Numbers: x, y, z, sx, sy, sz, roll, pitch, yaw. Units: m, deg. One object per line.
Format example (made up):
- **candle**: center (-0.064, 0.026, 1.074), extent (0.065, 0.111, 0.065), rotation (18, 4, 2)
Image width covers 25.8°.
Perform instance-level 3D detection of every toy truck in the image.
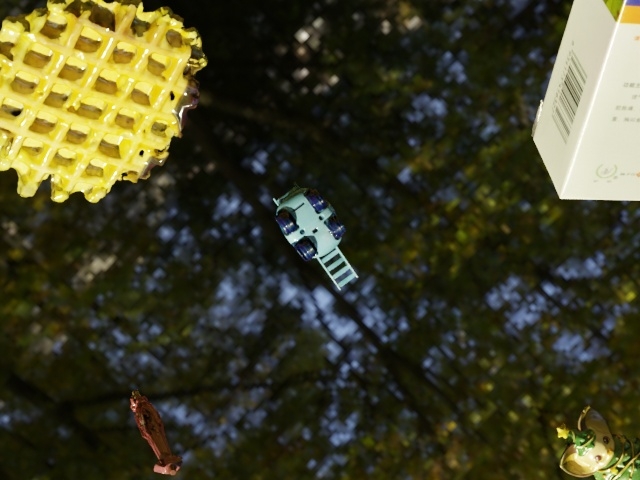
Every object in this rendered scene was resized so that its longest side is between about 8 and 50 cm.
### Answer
- **toy truck**: center (0.000, 0.000, 1.587), extent (0.063, 0.136, 0.074), rotation (-35, -167, -4)

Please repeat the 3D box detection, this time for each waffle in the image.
- **waffle**: center (-0.292, -0.177, 1.784), extent (0.307, 0.311, 0.060), rotation (-8, -138, -5)

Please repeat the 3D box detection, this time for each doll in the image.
- **doll**: center (0.311, 0.238, 1.570), extent (0.078, 0.113, 0.076), rotation (-64, 177, -13)

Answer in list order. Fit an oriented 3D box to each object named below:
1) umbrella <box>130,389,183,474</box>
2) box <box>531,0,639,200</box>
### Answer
- **umbrella**: center (-0.173, 0.194, 1.440), extent (0.025, 0.027, 0.165), rotation (-66, -151, 15)
- **box**: center (0.340, -0.178, 1.311), extent (0.106, 0.200, 0.299), rotation (-102, -162, -47)
